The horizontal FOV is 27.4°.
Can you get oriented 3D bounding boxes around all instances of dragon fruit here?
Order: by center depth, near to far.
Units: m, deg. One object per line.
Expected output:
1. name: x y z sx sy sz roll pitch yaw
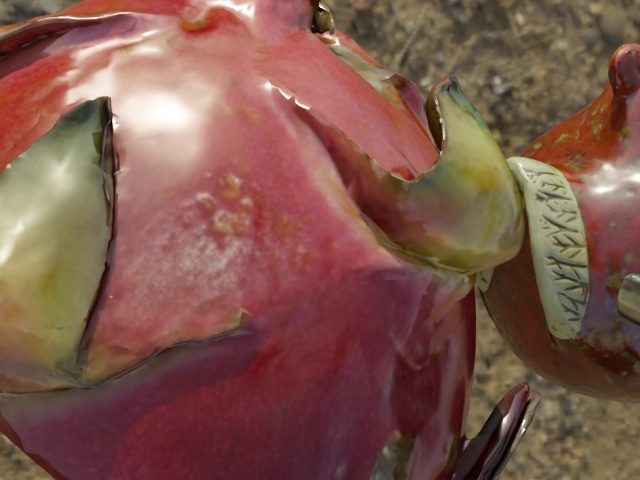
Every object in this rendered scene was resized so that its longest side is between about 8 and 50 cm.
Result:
1. dragon fruit: -0.035 0.002 0.561 0.225 0.305 0.305 -49 117 -8

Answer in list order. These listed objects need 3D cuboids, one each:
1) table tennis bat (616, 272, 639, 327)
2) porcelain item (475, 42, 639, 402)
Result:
1. table tennis bat: 0.227 0.025 0.644 0.274 0.154 0.021 -1 110 -48
2. porcelain item: 0.214 -0.025 0.897 0.253 0.253 0.252 13 71 -41
